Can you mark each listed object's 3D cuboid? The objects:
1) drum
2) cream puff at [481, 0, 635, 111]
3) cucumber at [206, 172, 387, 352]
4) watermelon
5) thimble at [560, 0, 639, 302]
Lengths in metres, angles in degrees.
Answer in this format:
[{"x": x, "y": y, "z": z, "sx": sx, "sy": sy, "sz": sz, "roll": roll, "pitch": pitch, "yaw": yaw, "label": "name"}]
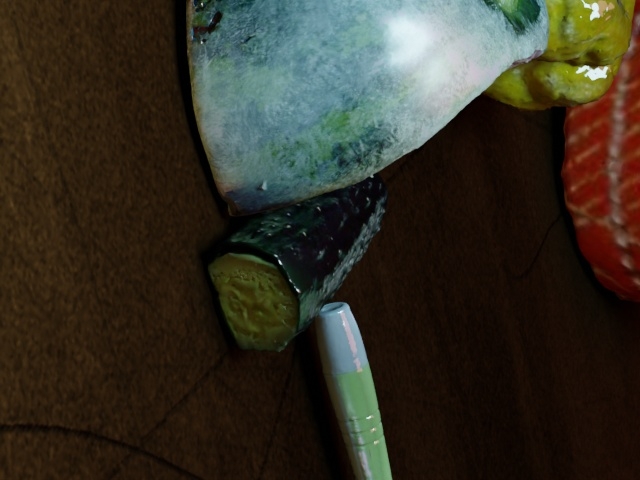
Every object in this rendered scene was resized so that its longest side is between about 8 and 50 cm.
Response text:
[{"x": 0.030, "y": 0.176, "z": 1.253, "sx": 0.253, "sy": 0.049, "sz": 0.130, "roll": 67, "pitch": 31, "yaw": -27, "label": "drum"}, {"x": 0.170, "y": -0.217, "z": 1.465, "sx": 0.244, "sy": 0.196, "sz": 0.244, "roll": 19, "pitch": 69, "yaw": -60, "label": "cream puff"}, {"x": 0.002, "y": -0.002, "z": 1.230, "sx": 0.211, "sy": 0.062, "sz": 0.078, "roll": -42, "pitch": 120, "yaw": -58, "label": "cucumber"}, {"x": 0.038, "y": -0.176, "z": 1.223, "sx": 0.188, "sy": 0.175, "sz": 0.322, "roll": 66, "pitch": 31, "yaw": -31, "label": "watermelon"}, {"x": 0.398, "y": -0.094, "z": 1.787, "sx": 0.350, "sy": 0.231, "sz": 0.350, "roll": -9, "pitch": 101, "yaw": -55, "label": "thimble"}]
